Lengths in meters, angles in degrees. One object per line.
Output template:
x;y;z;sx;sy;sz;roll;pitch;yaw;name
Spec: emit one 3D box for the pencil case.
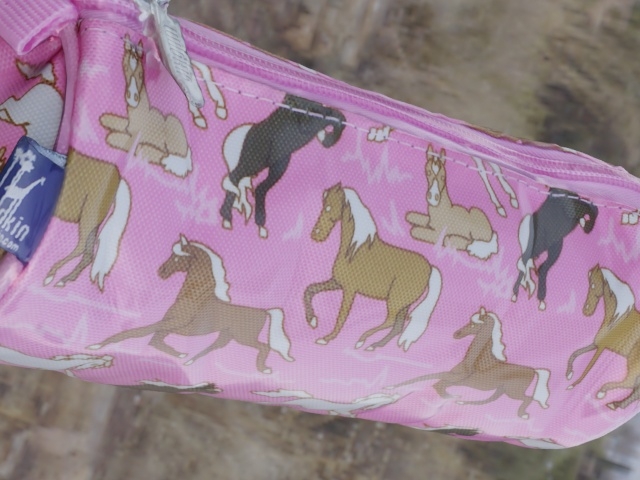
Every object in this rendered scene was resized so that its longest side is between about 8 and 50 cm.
0.000;0.000;0.637;0.386;0.167;0.160;16;74;-38;pencil case
